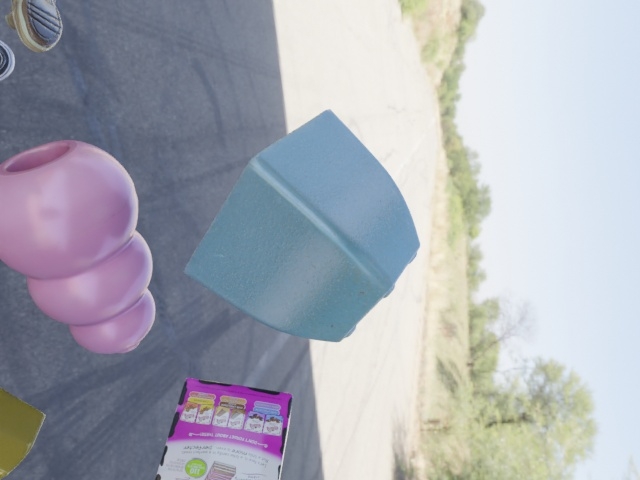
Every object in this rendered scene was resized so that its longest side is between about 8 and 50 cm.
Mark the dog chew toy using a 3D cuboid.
[{"bbox_3d":[-0.342,0.027,0.921,0.207,0.206,0.332,-75,154,-57],"label":"dog chew toy"}]

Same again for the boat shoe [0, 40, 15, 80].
[{"bbox_3d":[-0.514,-0.245,0.793,0.076,0.228,0.080,-152,-108,-66],"label":"boat shoe"}]

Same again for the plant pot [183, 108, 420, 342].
[{"bbox_3d":[0.000,0.000,0.946,0.247,0.252,0.248,-53,176,37],"label":"plant pot"}]

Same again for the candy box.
[{"bbox_3d":[-0.132,0.312,0.843,0.071,0.159,0.233,97,2,-47],"label":"candy box"}]

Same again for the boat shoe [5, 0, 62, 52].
[{"bbox_3d":[-0.432,-0.333,0.935,0.068,0.072,0.190,45,21,-48],"label":"boat shoe"}]

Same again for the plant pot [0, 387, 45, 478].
[{"bbox_3d":[-0.381,0.231,0.718,0.081,0.081,0.083,49,16,-33],"label":"plant pot"}]
